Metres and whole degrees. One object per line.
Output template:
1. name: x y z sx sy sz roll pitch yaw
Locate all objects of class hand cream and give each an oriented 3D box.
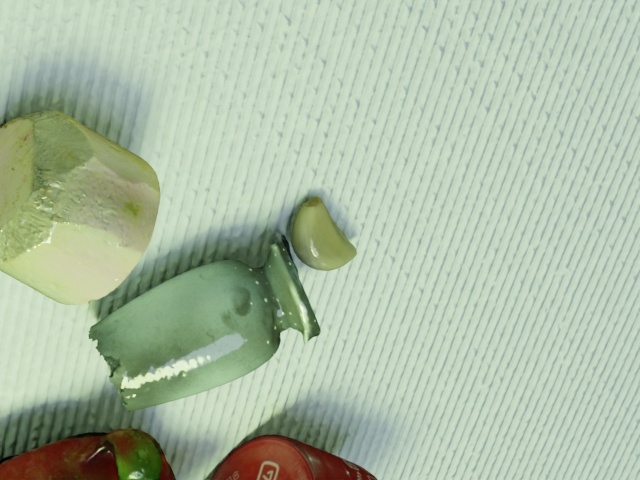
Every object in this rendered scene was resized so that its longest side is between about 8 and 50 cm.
1. hand cream: -0.028 0.303 2.026 0.125 0.193 0.193 28 116 -38

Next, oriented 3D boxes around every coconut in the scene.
1. coconut: -0.213 -0.023 1.673 0.147 0.147 0.153 -43 131 18

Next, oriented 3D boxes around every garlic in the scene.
1. garlic: 0.000 -0.001 1.855 0.053 0.041 0.083 -42 131 -14

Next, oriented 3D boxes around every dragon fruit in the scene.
1. dragon fruit: -0.240 0.286 1.956 0.295 0.130 0.268 -6 131 -18

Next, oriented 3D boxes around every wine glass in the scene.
1. wine glass: -0.106 0.080 1.835 0.204 0.111 0.111 -23 136 -4
